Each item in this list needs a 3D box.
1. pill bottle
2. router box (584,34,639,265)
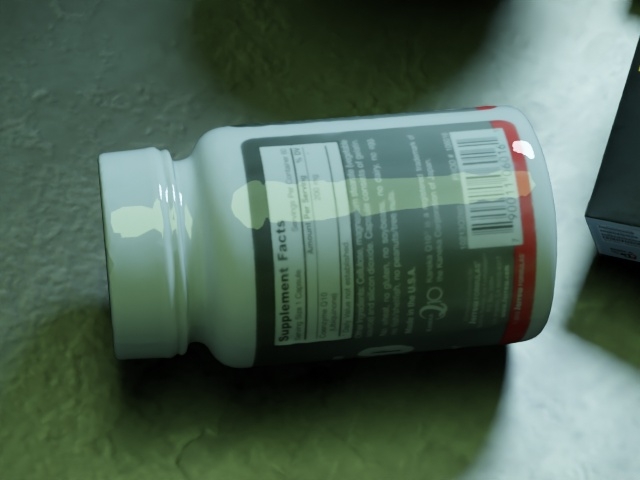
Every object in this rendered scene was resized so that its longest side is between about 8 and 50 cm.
[{"bbox_3d":[0.000,0.000,1.165,0.283,0.161,0.161,-5,55,-7],"label":"pill bottle"},{"bbox_3d":[0.364,-0.081,1.216,0.309,0.081,0.243,13,72,22],"label":"router box"}]
